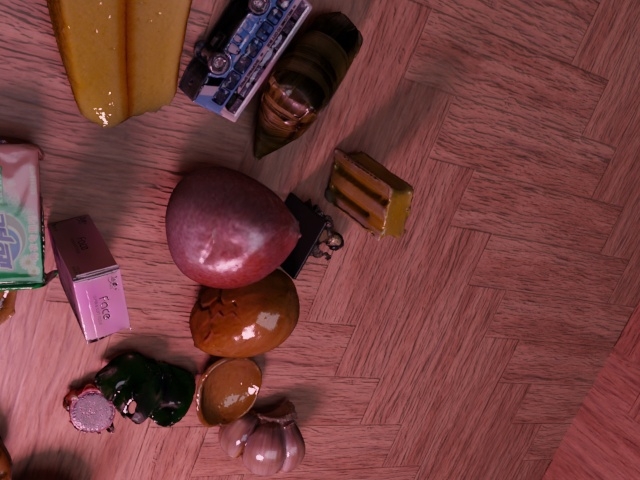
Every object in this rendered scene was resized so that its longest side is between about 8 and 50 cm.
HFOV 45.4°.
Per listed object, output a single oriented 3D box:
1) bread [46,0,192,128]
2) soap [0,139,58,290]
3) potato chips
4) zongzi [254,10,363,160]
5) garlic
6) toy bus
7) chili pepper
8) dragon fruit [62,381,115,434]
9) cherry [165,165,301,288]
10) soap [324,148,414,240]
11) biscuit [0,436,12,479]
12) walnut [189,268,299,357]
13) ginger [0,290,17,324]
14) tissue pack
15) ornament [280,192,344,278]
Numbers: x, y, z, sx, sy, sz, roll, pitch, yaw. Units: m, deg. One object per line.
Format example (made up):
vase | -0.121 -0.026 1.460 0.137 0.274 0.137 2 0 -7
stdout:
bread | -0.380 -0.406 1.396 0.233 0.245 0.362 -16 154 -24
soap | -0.597 -0.047 1.399 0.218 0.098 0.273 -2 99 -19
potato chips | -0.240 0.367 1.919 0.195 0.062 0.208 -34 128 -18
zongzi | -0.039 -0.318 1.630 0.134 0.288 0.286 35 60 -2
garlic | -0.149 0.536 2.009 0.214 0.160 0.191 -2 112 -33
toy bus | -0.150 -0.389 1.511 0.131 0.106 0.297 29 101 -41
chili pepper | -0.390 0.349 1.775 0.264 0.116 0.148 37 79 -42
dragon fruit | -0.526 0.381 1.757 0.126 0.068 0.112 17 91 -23
cherry | -0.192 -0.020 1.602 0.221 0.307 0.261 -54 149 -57
soap | 0.109 -0.108 1.745 0.076 0.233 0.135 -6 120 -35
biscuit | -0.819 0.492 1.600 0.332 0.103 0.332 -9 113 -22
walnut | -0.183 0.175 1.745 0.298 0.203 0.203 -32 132 19
ginger | -0.647 0.081 1.514 0.133 0.059 0.214 23 103 -45
tissue pack | -0.454 0.067 1.496 0.092 0.246 0.148 -16 124 -22
ornament | 0.000 0.000 1.811 0.196 0.153 0.166 17 108 -46
